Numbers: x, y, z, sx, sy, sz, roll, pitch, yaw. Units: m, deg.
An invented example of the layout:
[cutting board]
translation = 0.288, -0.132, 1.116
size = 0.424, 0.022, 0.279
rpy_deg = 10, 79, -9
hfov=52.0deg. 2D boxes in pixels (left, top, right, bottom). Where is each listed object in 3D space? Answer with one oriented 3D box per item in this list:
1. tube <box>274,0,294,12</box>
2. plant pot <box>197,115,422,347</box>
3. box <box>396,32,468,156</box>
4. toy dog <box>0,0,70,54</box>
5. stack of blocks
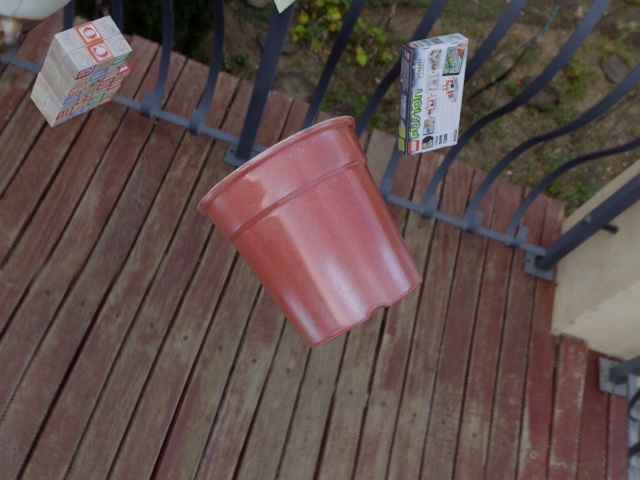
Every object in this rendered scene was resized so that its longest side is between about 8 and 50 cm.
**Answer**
[tube]
translation = -0.034, -0.722, 1.771
size = 0.240, 0.062, 0.070
rpy_deg = -41, 107, -6
[plant pot]
translation = 0.000, 0.000, 0.984
size = 0.273, 0.272, 0.265
rpy_deg = -29, 86, -27
[box]
translation = 0.200, -0.260, 1.183
size = 0.114, 0.206, 0.036
rpy_deg = -15, 40, -17
[toy dog]
translation = -0.400, -0.396, 0.769
size = 0.396, 0.408, 0.284
rpy_deg = -26, 82, -22
[stack of blocks]
translation = -0.518, -0.375, 1.451
size = 0.171, 0.297, 0.087
rpy_deg = -38, 98, -34
